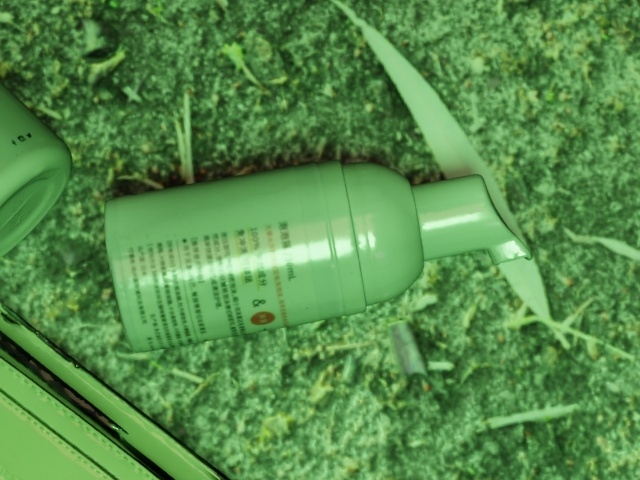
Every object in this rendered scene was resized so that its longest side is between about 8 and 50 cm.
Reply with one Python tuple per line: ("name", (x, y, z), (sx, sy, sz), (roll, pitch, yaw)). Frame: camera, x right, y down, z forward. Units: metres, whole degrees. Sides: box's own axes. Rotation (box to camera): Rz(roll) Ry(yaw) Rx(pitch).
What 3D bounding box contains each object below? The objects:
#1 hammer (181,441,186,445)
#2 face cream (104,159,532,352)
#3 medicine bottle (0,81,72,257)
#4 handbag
("hammer", (-0.113, 0.216, 1.557), (0.083, 0.031, 0.053), (19, 84, -1))
("face cream", (0.000, 0.000, 1.539), (0.369, 0.145, 0.145), (-10, 79, -1))
("medicine bottle", (-0.377, -0.118, 1.566), (0.288, 0.157, 0.157), (43, 83, 9))
("handbag", (-0.253, 0.234, 1.490), (0.358, 0.160, 0.237), (36, 95, 10))
